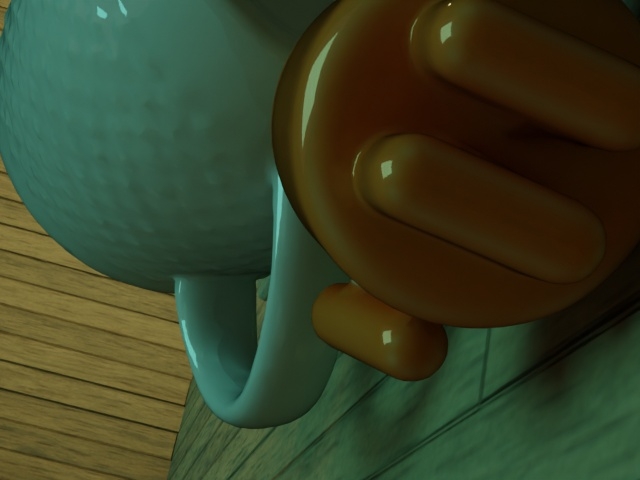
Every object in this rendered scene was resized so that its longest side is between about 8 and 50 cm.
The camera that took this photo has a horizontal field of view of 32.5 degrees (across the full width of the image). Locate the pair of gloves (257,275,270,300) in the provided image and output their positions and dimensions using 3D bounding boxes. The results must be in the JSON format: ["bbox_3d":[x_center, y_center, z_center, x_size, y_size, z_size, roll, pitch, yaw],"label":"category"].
[{"bbox_3d":[0.000,0.000,0.953,0.240,0.042,0.204,-100,31,-60],"label":"pair of gloves"}]

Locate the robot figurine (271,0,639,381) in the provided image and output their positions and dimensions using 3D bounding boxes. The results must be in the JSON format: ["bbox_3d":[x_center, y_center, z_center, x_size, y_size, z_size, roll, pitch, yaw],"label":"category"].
[{"bbox_3d":[0.044,-0.039,0.408,0.219,0.128,0.158,-125,20,-80],"label":"robot figurine"}]

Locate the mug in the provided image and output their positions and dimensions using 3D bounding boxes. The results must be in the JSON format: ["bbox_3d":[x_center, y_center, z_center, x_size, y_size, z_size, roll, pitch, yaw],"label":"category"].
[{"bbox_3d":[-0.042,-0.077,0.657,0.328,0.276,0.374,154,116,-66],"label":"mug"}]
